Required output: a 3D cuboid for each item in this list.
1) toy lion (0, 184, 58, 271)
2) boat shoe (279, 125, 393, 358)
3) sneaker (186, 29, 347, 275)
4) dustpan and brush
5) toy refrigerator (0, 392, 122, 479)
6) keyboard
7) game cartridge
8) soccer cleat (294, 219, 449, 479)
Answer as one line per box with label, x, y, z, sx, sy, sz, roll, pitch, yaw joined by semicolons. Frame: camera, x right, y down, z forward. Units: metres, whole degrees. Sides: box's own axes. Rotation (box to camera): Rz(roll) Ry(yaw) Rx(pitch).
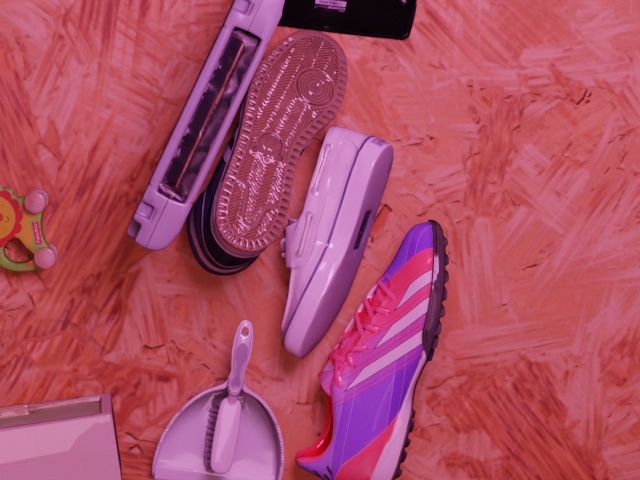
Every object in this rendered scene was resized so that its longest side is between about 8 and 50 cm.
toy lion;-0.341;-0.014;1.940;0.096;0.034;0.100;-9;100;1
boat shoe;0.000;0.000;1.964;0.084;0.095;0.258;23;93;18
sneaker;-0.064;-0.090;1.938;0.099;0.153;0.282;26;65;-8
dustpan and brush;-0.102;0.186;1.984;0.147;0.060;0.211;9;98;-8
toy refrigerator;-0.356;0.232;1.939;0.269;0.102;0.094;-8;100;-5
keyboard;0.012;-0.279;1.947;0.192;0.038;0.100;6;121;-9
game cartridge;-0.117;-0.137;1.860;0.062;0.198;0.297;25;96;-2
soccer cleat;0.062;0.125;1.977;0.116;0.108;0.318;13;100;-5
